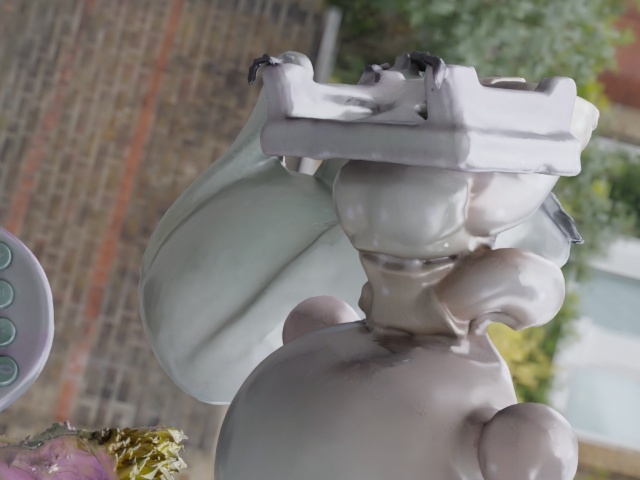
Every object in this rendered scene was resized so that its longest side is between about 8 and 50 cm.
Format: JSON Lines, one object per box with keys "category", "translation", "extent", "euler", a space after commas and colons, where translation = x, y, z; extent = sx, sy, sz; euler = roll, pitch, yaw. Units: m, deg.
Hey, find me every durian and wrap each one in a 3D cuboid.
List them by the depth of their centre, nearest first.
{"category": "durian", "translation": [-0.181, 0.187, 1.317], "extent": [0.182, 0.132, 0.165], "euler": [-30, -145, 24]}

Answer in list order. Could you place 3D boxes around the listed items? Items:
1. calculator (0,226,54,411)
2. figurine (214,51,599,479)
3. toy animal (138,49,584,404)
{"category": "calculator", "translation": [-0.347, 0.063, 1.268], "extent": [0.041, 0.298, 0.186], "euler": [124, -39, -75]}
{"category": "figurine", "translation": [0.030, 0.054, 0.686], "extent": [0.144, 0.182, 0.257], "euler": [4, 95, -56]}
{"category": "toy animal", "translation": [0.017, -0.003, 1.173], "extent": [0.289, 0.249, 0.174], "euler": [-58, 138, -15]}
